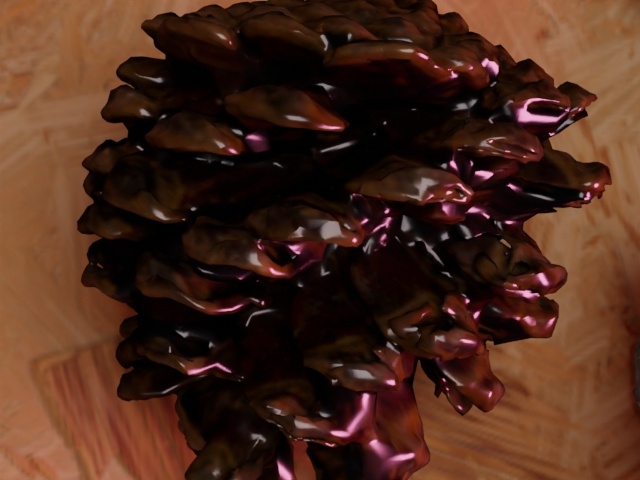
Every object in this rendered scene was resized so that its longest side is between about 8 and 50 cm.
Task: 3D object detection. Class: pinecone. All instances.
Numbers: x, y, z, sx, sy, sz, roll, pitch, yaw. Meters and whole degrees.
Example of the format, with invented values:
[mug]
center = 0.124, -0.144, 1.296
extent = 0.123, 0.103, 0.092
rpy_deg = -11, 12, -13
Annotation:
[pinecone]
center = 0.003, -0.006, 0.853
extent = 0.243, 0.243, 0.257
rpy_deg = 10, 122, -13

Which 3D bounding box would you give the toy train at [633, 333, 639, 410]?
[toy train]
center = 0.302, 0.100, 0.903
extent = 0.248, 0.173, 0.307
rpy_deg = -29, 95, 5
